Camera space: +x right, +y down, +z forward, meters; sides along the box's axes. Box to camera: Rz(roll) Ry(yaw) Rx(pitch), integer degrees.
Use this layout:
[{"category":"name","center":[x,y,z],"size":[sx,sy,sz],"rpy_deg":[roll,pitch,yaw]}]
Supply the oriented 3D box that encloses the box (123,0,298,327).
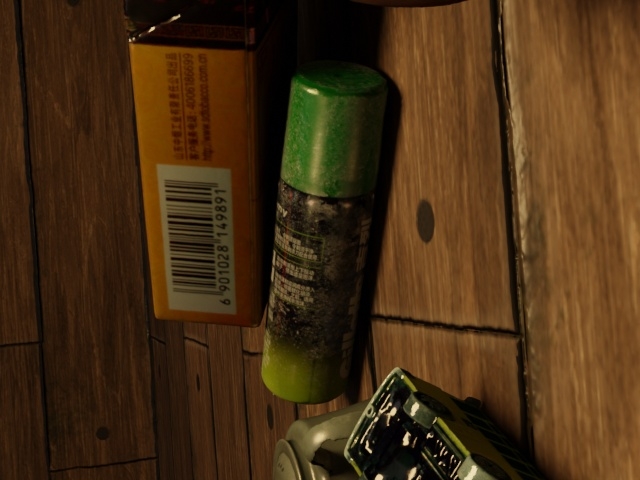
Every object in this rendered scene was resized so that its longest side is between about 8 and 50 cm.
[{"category":"box","center":[-0.093,-0.159,0.904],"size":[0.264,0.115,0.415],"rpy_deg":[-75,-12,-56]}]

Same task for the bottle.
[{"category":"bottle","center":[0.000,0.000,0.874],"size":[0.093,0.093,0.330],"rpy_deg":[-121,32,-55]}]

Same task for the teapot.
[{"category":"teapot","center":[0.016,0.206,0.778],"size":[0.239,0.149,0.162],"rpy_deg":[109,153,-51]}]

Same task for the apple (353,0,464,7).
[{"category":"apple","center":[0.035,-0.266,0.455],"size":[0.306,0.235,0.306],"rpy_deg":[166,90,-72]}]

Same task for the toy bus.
[{"category":"toy bus","center":[0.091,0.166,0.609],"size":[0.088,0.101,0.175],"rpy_deg":[-60,25,9]}]
